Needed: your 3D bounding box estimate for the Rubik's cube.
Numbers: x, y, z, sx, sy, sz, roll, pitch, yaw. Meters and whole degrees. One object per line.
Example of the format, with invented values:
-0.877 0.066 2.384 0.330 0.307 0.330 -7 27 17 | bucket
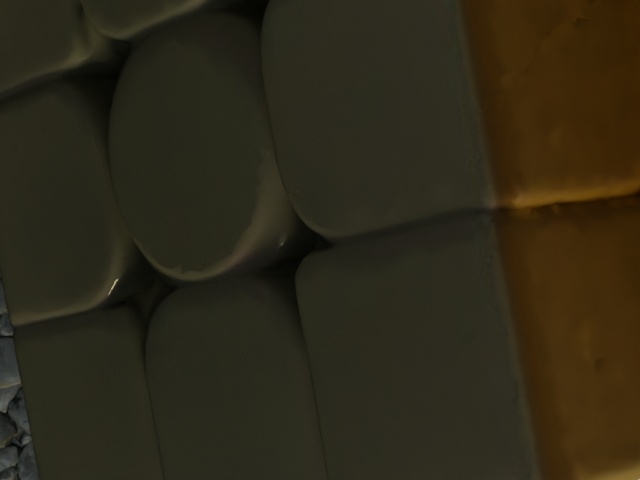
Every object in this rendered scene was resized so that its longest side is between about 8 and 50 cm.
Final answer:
0.052 -0.047 0.659 0.292 0.291 0.290 -7 175 -44 | Rubik's cube
